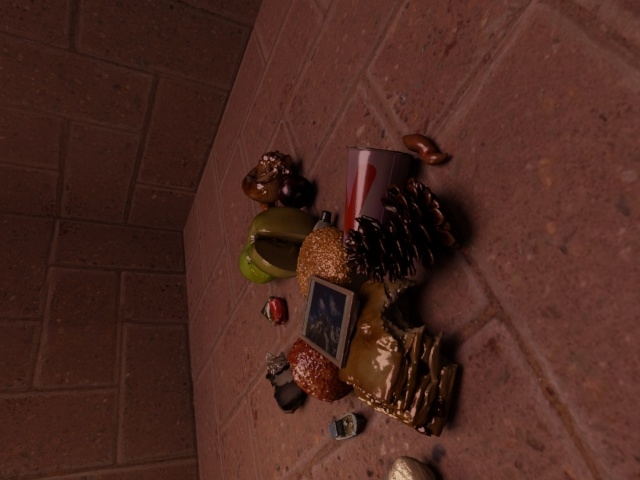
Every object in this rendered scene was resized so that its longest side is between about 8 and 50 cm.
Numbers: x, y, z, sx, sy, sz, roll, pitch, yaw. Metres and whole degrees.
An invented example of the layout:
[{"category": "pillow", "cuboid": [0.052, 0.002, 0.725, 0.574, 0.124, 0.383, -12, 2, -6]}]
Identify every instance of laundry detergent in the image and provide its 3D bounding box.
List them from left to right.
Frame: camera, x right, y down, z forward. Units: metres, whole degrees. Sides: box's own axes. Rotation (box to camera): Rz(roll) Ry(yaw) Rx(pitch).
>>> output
[{"category": "laundry detergent", "cuboid": [0.000, 0.000, 1.599, 0.070, 0.099, 0.225, 17, 101, 25]}]

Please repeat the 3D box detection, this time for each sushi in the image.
[{"category": "sushi", "cuboid": [-0.151, 0.565, 1.726, 0.273, 0.134, 0.109, 38, 149, 47]}]

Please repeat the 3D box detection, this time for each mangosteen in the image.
[{"category": "mangosteen", "cuboid": [-0.109, -0.205, 1.779, 0.152, 0.153, 0.152, -22, 65, 58]}]

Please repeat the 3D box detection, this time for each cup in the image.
[{"category": "cup", "cuboid": [0.150, -0.116, 1.253, 0.203, 0.203, 0.288, 21, 106, 61]}]

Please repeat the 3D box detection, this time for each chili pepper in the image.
[{"category": "chili pepper", "cuboid": [-0.185, 0.307, 1.887, 0.071, 0.073, 0.123, -20, 61, 12]}]

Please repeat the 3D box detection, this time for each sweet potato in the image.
[{"category": "sweet potato", "cuboid": [0.278, -0.259, 1.190, 0.055, 0.058, 0.202, -49, 38, 14]}]

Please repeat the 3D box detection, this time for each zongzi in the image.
[{"category": "zongzi", "cuboid": [-0.216, 0.320, 1.967, 0.113, 0.052, 0.103, 40, 113, 42]}]

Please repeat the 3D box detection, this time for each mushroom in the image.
[{"category": "mushroom", "cuboid": [-0.222, -0.281, 1.952, 0.283, 0.195, 0.263, -37, 16, 48]}]

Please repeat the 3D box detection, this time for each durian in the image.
[{"category": "durian", "cuboid": [-0.270, 0.081, 1.984, 0.339, 0.205, 0.255, 126, 155, -55]}]

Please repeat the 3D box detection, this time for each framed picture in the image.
[{"category": "framed picture", "cuboid": [0.015, 0.218, 1.228, 0.281, 0.019, 0.208, 9, 90, 64]}]

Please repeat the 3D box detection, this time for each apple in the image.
[{"category": "apple", "cuboid": [-0.151, 0.005, 1.703, 0.292, 0.254, 0.291, -29, 55, 55]}]

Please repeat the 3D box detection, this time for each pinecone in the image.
[{"category": "pinecone", "cuboid": [0.187, -0.015, 1.069, 0.246, 0.292, 0.246, 58, 172, 13]}]

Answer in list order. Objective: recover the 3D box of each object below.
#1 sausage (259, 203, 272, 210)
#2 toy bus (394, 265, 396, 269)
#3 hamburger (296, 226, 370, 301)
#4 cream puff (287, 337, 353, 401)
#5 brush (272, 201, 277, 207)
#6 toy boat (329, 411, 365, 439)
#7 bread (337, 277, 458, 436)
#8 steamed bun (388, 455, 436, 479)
[{"category": "sausage", "cuboid": [-0.270, -0.175, 2.152, 0.183, 0.054, 0.062, -132, 27, -66]}, {"category": "toy bus", "cuboid": [0.182, 0.063, 1.281, 0.153, 0.061, 0.051, -13, 78, 56]}, {"category": "hamburger", "cuboid": [0.029, 0.092, 1.430, 0.294, 0.179, 0.275, 20, 100, 61]}, {"category": "cream puff", "cuboid": [-0.006, 0.410, 1.382, 0.164, 0.240, 0.240, -43, 22, -18]}, {"category": "brush", "cuboid": [-0.264, -0.060, 2.170, 0.090, 0.017, 0.314, 47, 123, 55]}, {"category": "toy boat", "cuboid": [0.081, 0.581, 1.348, 0.173, 0.059, 0.069, -48, 44, 46]}, {"category": "bread", "cuboid": [0.180, 0.277, 1.107, 0.314, 0.192, 0.369, -6, 76, 62]}, {"category": "steamed bun", "cuboid": [0.231, 0.591, 1.041, 0.112, 0.091, 0.130, -64, 31, 23]}]
